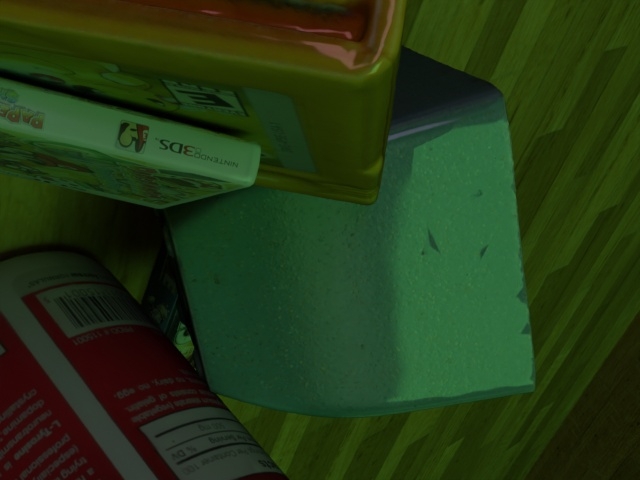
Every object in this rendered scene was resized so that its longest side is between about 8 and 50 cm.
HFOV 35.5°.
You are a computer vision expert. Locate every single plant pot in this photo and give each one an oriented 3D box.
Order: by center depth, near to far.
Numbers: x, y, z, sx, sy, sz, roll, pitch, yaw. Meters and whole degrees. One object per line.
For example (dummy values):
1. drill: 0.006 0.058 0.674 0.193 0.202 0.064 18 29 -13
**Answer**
1. plant pot: 0.000 0.000 0.821 0.252 0.247 0.248 -14 112 -10

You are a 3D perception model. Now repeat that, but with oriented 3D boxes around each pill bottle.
1. pill bottle: -0.149 0.214 0.766 0.229 0.407 0.229 -33 150 -22

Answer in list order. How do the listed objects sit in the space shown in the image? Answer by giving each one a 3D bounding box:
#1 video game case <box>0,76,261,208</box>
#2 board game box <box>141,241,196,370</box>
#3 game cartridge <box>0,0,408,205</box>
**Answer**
1. video game case: -0.161 -0.054 0.541 0.206 0.227 0.026 12 84 -19
2. board game box: -0.105 0.058 1.015 0.165 0.042 0.243 -16 140 -44
3. game cartridge: -0.104 -0.081 0.509 0.324 0.285 0.053 74 27 -82
